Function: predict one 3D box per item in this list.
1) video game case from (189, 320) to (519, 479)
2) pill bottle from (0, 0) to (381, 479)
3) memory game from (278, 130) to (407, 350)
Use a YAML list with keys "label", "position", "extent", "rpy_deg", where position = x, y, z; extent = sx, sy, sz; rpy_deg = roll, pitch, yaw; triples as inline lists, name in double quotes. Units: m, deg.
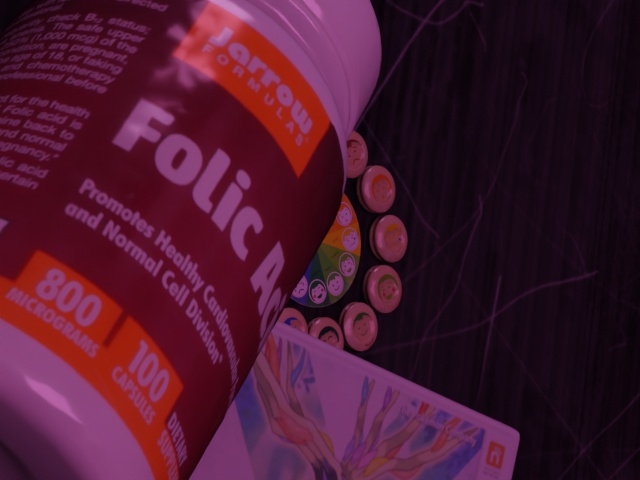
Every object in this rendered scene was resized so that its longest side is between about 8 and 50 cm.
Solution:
- label: "video game case"
  position: [0.002, 0.231, 1.198]
  extent: [0.329, 0.036, 0.300]
  rpy_deg: [27, 70, -39]
- label: "pill bottle"
  position: [-0.117, -0.012, 0.954]
  extent: [0.224, 0.224, 0.392]
  rpy_deg: [54, 43, -26]
- label: "memory game"
  position: [0.000, 0.000, 1.244]
  extent: [0.186, 0.012, 0.186]
  rpy_deg: [5, 82, -44]
